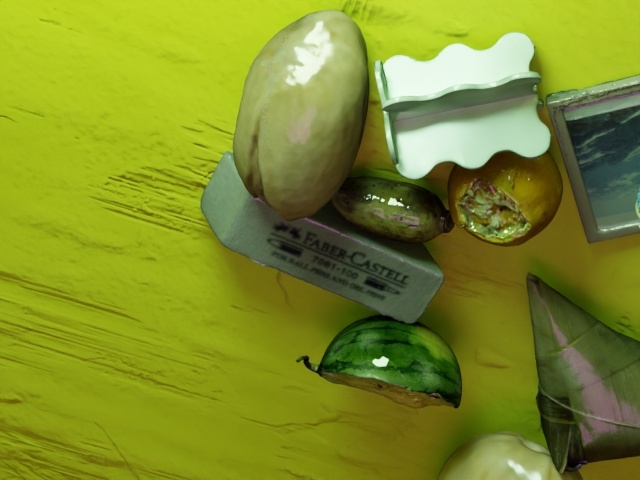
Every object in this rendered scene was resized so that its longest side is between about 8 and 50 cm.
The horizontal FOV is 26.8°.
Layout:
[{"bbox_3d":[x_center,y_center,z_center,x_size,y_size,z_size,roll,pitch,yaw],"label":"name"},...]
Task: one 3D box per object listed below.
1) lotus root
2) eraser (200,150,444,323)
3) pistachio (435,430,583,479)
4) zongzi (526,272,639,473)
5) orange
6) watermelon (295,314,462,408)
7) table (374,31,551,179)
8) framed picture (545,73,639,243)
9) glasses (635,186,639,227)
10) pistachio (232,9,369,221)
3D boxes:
[{"bbox_3d":[0.096,-0.042,1.838,0.179,0.089,0.080,14,100,7],"label":"lotus root"},{"bbox_3d":[0.000,0.001,1.895,0.353,0.077,0.111,23,129,-9],"label":"eraser"},{"bbox_3d":[0.288,0.418,2.093,0.230,0.230,0.309,21,133,-8],"label":"pistachio"},{"bbox_3d":[0.450,0.168,1.924,0.289,0.154,0.317,-9,120,6],"label":"zongzi"},{"bbox_3d":[0.244,-0.063,1.770,0.155,0.134,0.154,0,127,0],"label":"orange"},{"bbox_3d":[0.102,0.172,1.970,0.232,0.127,0.204,13,172,14],"label":"watermelon"},{"bbox_3d":[0.182,-0.169,1.684,0.198,0.166,0.166,-10,127,9],"label":"table"},{"bbox_3d":[0.487,-0.125,1.751,0.335,0.022,0.247,-12,126,18],"label":"framed picture"},{"bbox_3d":[0.512,-0.109,1.724,0.190,0.088,0.220,6,110,5],"label":"glasses"},{"bbox_3d":[-0.021,-0.158,1.718,0.162,0.181,0.293,32,126,30],"label":"pistachio"}]
